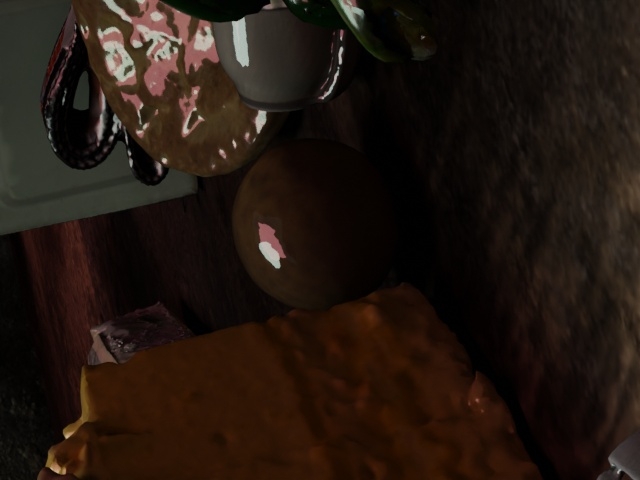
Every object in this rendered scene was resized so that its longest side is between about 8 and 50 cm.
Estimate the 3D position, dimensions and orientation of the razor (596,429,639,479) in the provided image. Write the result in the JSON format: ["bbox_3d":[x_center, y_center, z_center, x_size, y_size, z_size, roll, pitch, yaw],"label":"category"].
[{"bbox_3d":[0.171,0.189,0.688,0.106,0.068,0.232,-138,32,-64],"label":"razor"}]

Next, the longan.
[{"bbox_3d":[0.000,0.000,1.029,0.106,0.106,0.119,-152,44,-69],"label":"longan"}]

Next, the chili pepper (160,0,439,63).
[{"bbox_3d":[-0.008,-0.172,0.813,0.261,0.174,0.165,50,124,59],"label":"chili pepper"}]

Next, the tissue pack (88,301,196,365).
[{"bbox_3d":[-0.137,0.207,1.611,0.215,0.123,0.257,-147,45,-64],"label":"tissue pack"}]

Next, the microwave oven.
[{"bbox_3d":[-0.269,-0.186,1.561,0.355,0.218,0.286,-133,34,-59],"label":"microwave oven"}]

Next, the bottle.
[{"bbox_3d":[-0.023,-0.196,0.991,0.096,0.079,0.254,14,122,31],"label":"bottle"}]

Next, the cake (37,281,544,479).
[{"bbox_3d":[-0.035,0.192,0.960,0.222,0.286,0.227,-119,22,-43],"label":"cake"}]

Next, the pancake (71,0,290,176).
[{"bbox_3d":[-0.093,-0.160,1.206,0.222,0.042,0.236,-18,96,50],"label":"pancake"}]

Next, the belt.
[{"bbox_3d":[-0.150,-0.219,1.306,0.094,0.126,0.359,-109,17,-65],"label":"belt"}]
